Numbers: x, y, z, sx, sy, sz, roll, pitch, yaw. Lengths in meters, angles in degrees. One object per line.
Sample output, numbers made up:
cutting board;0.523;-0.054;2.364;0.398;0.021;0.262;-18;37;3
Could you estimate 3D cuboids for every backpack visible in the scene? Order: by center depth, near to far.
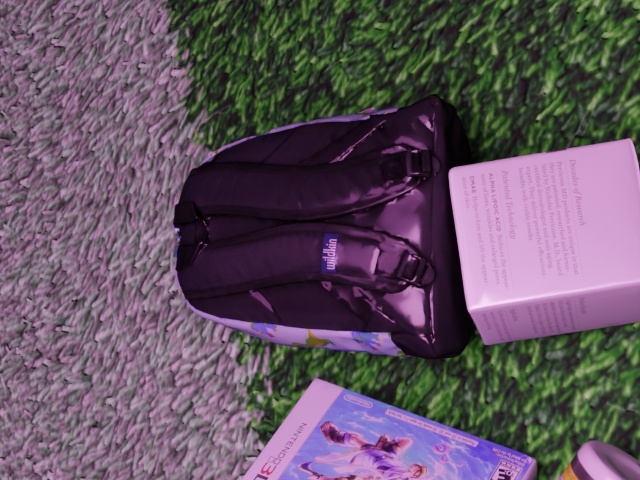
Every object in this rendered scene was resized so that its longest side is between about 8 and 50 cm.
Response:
backpack;0.000;0.000;1.693;0.356;0.273;0.290;-4;81;20

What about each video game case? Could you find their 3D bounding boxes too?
video game case;0.052;0.281;1.546;0.270;0.061;0.244;17;48;25

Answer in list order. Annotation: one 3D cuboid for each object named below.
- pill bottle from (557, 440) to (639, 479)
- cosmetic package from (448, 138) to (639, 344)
pill bottle;0.253;0.312;1.473;0.119;0.119;0.208;43;107;37
cosmetic package;0.235;0.005;1.500;0.184;0.151;0.151;-10;71;9
